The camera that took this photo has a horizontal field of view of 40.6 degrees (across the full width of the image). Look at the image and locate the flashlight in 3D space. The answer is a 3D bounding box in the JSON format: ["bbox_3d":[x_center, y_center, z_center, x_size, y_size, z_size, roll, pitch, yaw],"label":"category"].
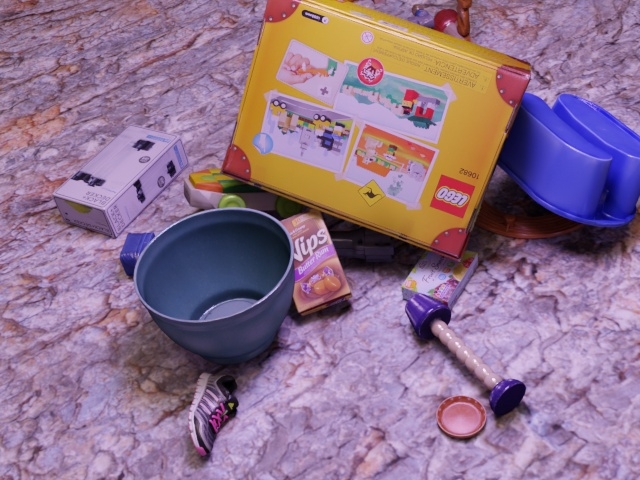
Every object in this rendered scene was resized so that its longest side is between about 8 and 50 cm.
[{"bbox_3d":[0.000,0.000,1.776,0.304,0.103,0.103,-1,68,6],"label":"flashlight"}]

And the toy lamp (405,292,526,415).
[{"bbox_3d":[0.246,0.189,1.525,0.080,0.080,0.275,-28,47,-18],"label":"toy lamp"}]

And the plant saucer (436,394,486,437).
[{"bbox_3d":[0.237,0.297,1.456,0.083,0.013,0.083,-6,42,5],"label":"plant saucer"}]

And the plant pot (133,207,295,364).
[{"bbox_3d":[-0.179,0.106,1.617,0.293,0.196,0.293,-6,43,5],"label":"plant pot"}]

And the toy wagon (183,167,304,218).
[{"bbox_3d":[-0.114,-0.108,1.855,0.344,0.068,0.267,-4,17,-16],"label":"toy wagon"}]

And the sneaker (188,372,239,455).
[{"bbox_3d":[-0.182,0.296,1.510,0.074,0.063,0.170,-10,37,10],"label":"sneaker"}]

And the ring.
[{"bbox_3d":[0.449,-0.128,1.859,0.336,0.032,0.337,-6,41,5],"label":"ring"}]

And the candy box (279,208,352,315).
[{"bbox_3d":[-0.020,0.040,1.686,0.109,0.053,0.187,-22,73,3],"label":"candy box"}]

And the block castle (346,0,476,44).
[{"bbox_3d":[0.164,-0.579,2.210,0.453,0.303,0.213,-17,41,-7],"label":"block castle"}]

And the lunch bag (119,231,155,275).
[{"bbox_3d":[-0.379,0.030,1.838,0.065,0.067,0.098,-3,44,9],"label":"lunch bag"}]

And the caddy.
[{"bbox_3d":[0.495,-0.155,1.731,0.241,0.179,0.341,-2,37,-26],"label":"caddy"}]

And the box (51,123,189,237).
[{"bbox_3d":[-0.463,-0.145,2.032,0.169,0.087,0.290,17,49,28],"label":"box"}]

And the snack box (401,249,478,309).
[{"bbox_3d":[0.233,0.068,1.687,0.100,0.037,0.141,16,49,29],"label":"snack box"}]

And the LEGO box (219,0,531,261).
[{"bbox_3d":[0.105,-0.234,1.668,0.500,0.373,0.193,21,22,6],"label":"LEGO box"}]
